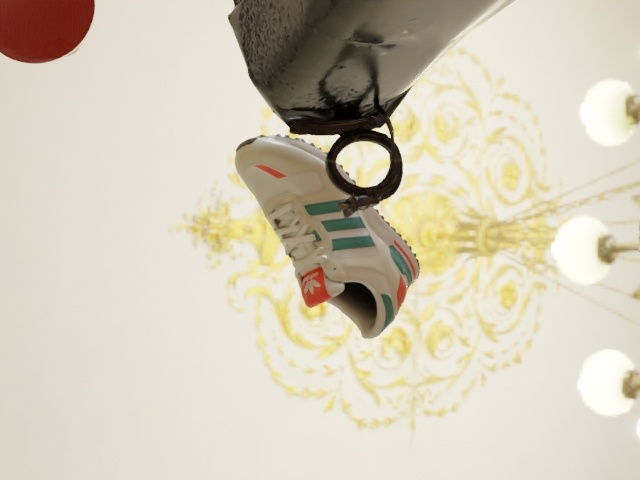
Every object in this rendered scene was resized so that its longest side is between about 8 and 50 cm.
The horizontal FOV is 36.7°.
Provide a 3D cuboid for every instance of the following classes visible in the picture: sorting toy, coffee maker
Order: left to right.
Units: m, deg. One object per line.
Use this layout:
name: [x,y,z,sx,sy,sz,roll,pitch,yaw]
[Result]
sorting toy: [-0.302,-0.355,1.077,0.127,0.126,0.365,-5,-99,1]
coffee maker: [0.042,-0.127,0.466,0.120,0.178,0.171,-33,-89,-29]

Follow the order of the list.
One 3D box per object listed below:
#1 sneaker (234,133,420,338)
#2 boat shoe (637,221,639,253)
sneaker: [0.000,0.000,0.644,0.161,0.057,0.075,44,-134,-21]
boat shoe: [0.286,-0.012,0.668,0.045,0.136,0.050,73,-170,-66]
